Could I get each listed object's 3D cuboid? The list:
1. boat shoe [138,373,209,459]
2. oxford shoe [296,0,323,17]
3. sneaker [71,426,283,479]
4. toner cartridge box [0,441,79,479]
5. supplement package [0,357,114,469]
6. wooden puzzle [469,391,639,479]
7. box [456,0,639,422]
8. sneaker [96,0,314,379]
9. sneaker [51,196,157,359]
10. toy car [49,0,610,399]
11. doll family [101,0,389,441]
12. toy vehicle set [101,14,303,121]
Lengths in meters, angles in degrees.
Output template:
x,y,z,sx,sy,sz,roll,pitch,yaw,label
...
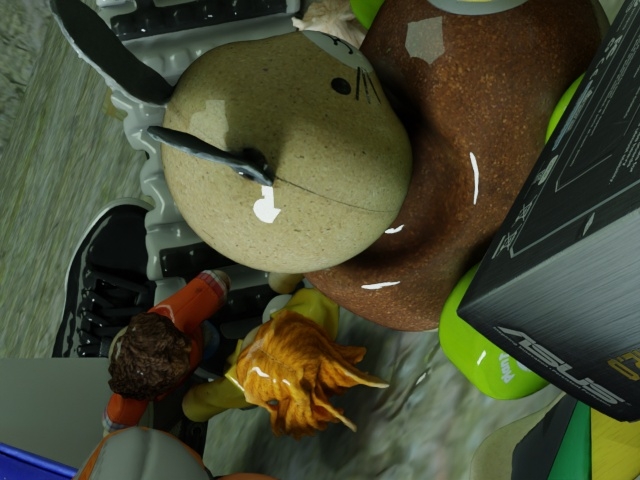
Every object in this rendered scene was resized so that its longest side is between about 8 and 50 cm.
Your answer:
x,y,z,sx,sy,sz,roll,pitch,yaw,label
-0.098,0.172,0.898,0.080,0.073,0.223,32,119,59,boat shoe
0.048,-0.162,0.862,0.348,0.123,0.130,-138,48,-74,oxford shoe
-0.007,0.192,0.296,0.124,0.180,0.321,-49,18,50,sneaker
-0.112,0.271,0.640,0.075,0.165,0.347,-42,29,58,toner cartridge box
-0.206,0.214,0.806,0.198,0.199,0.262,-48,48,50,supplement package
0.097,0.085,0.433,0.238,0.044,0.221,-50,23,45,wooden puzzle
0.132,-0.080,0.364,0.231,0.056,0.183,-60,7,-20,box
-0.060,-0.070,0.912,0.118,0.110,0.292,-154,59,-88,sneaker
-0.153,0.085,1.202,0.121,0.079,0.216,-124,50,-67,sneaker
0.003,-0.045,0.567,0.155,0.188,0.149,45,115,43,toy car
0.000,0.000,0.773,0.263,0.118,0.163,-61,0,-2,doll family
-0.045,-0.196,1.058,0.166,0.035,0.266,-5,-65,-64,toy vehicle set
